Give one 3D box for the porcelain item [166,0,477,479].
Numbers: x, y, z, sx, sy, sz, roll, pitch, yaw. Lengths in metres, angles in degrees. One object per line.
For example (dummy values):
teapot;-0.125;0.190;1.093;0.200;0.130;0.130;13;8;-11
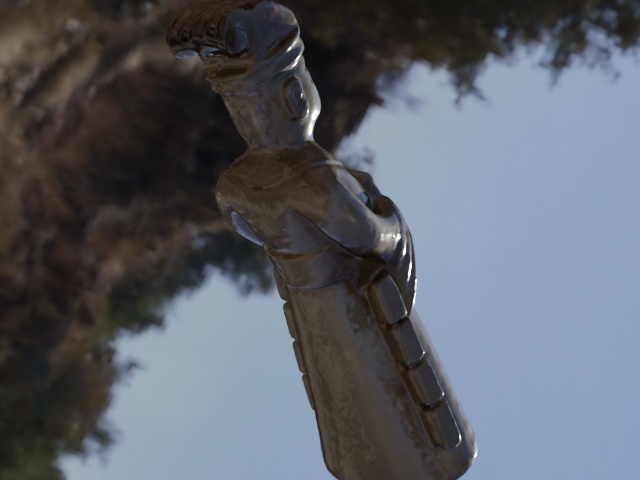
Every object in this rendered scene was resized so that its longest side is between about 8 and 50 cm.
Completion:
porcelain item;0.000;0.000;0.668;0.084;0.213;0.054;3;-147;43
